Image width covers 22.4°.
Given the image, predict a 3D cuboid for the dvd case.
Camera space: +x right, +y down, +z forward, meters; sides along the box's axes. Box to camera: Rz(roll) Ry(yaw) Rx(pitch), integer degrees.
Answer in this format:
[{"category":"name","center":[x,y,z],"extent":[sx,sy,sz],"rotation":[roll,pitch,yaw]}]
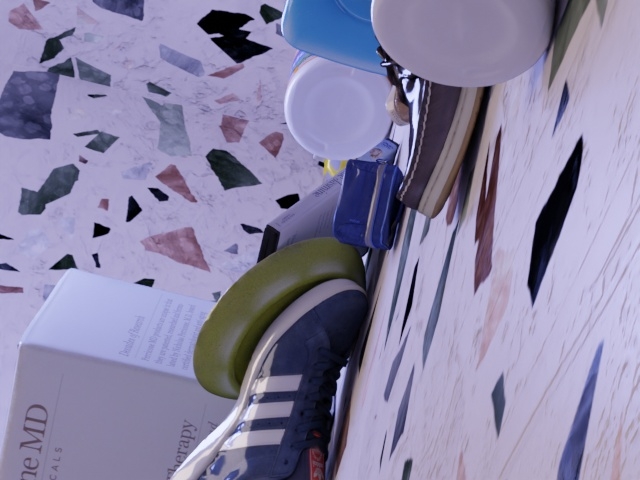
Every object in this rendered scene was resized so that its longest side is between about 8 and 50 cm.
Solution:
[{"category":"dvd case","center":[0.000,0.000,1.922],"extent":[0.253,0.022,0.180],"rotation":[-38,-29,-44]}]

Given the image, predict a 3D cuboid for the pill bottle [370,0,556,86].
[{"category":"pill bottle","center":[0.099,-0.199,1.023],"extent":[0.112,0.112,0.187],"rotation":[107,177,-53]}]

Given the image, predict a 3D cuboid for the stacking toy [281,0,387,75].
[{"category":"stacking toy","center":[0.080,-0.250,1.606],"extent":[0.302,0.165,0.175],"rotation":[-21,-54,-79]}]

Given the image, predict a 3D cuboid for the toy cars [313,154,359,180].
[{"category":"toy cars","center":[0.012,-0.043,2.501],"extent":[0.176,0.087,0.394],"rotation":[-80,4,-57]}]

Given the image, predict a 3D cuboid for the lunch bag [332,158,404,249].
[{"category":"lunch bag","center":[0.057,-0.040,1.705],"extent":[0.067,0.065,0.098],"rotation":[37,-116,-75]}]

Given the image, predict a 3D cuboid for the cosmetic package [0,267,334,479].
[{"category":"cosmetic package","center":[-0.206,0.272,2.149],"extent":[0.327,0.393,0.330],"rotation":[-85,8,-74]}]

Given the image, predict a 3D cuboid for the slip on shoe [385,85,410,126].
[{"category":"slip on shoe","center":[0.103,-0.174,1.679],"extent":[0.041,0.051,0.135],"rotation":[-22,31,36]}]

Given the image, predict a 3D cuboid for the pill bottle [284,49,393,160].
[{"category":"pill bottle","center":[0.031,-0.224,2.293],"extent":[0.272,0.152,0.152],"rotation":[-85,8,-69]}]

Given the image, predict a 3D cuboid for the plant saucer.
[{"category":"plant saucer","center":[-0.036,0.102,1.872],"extent":[0.037,0.241,0.241],"rotation":[46,137,34]}]

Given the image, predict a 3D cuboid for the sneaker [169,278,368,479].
[{"category":"sneaker","center":[-0.026,0.214,1.816],"extent":[0.131,0.148,0.350],"rotation":[27,-83,-53]}]

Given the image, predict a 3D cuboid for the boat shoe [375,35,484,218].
[{"category":"boat shoe","center":[0.087,-0.156,1.268],"extent":[0.103,0.092,0.285],"rotation":[111,172,-73]}]
